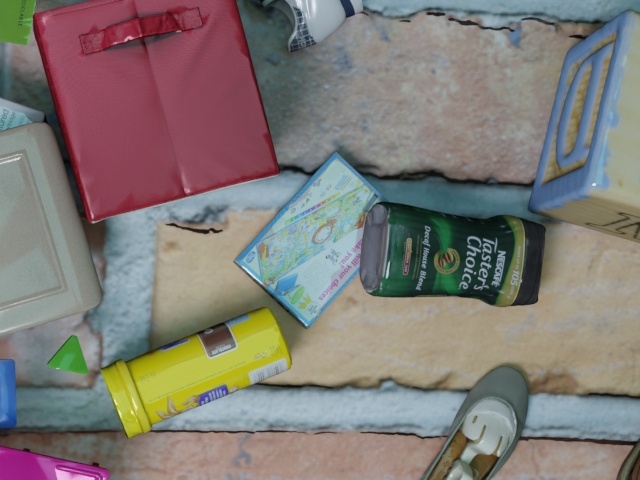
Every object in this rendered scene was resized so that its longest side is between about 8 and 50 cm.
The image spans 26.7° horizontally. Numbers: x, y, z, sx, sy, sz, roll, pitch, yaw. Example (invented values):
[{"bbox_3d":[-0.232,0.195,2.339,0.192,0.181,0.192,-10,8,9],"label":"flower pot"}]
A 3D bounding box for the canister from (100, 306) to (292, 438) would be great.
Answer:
[{"bbox_3d":[-0.121,0.125,1.305,0.170,0.126,0.073,-21,89,-12],"label":"canister"}]

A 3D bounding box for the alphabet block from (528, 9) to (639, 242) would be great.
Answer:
[{"bbox_3d":[0.347,-0.100,1.358,0.197,0.193,0.192,16,85,-7],"label":"alphabet block"}]

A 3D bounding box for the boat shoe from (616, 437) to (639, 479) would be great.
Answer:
[{"bbox_3d":[0.422,0.162,1.391,0.111,0.104,0.307,28,82,-5],"label":"boat shoe"}]

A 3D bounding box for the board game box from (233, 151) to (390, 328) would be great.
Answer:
[{"bbox_3d":[0.000,0.000,1.381,0.103,0.026,0.154,43,81,-3],"label":"board game box"}]

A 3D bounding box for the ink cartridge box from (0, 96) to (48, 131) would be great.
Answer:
[{"bbox_3d":[-0.387,-0.084,1.300,0.208,0.087,0.153,19,83,-7],"label":"ink cartridge box"}]

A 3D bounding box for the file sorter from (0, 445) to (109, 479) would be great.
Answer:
[{"bbox_3d":[-0.359,0.272,1.227,0.291,0.182,0.202,14,82,-8],"label":"file sorter"}]

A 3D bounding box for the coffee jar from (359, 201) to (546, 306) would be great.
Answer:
[{"bbox_3d":[0.137,0.016,1.359,0.184,0.079,0.096,5,92,-19],"label":"coffee jar"}]

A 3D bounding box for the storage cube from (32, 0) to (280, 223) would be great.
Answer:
[{"bbox_3d":[-0.158,-0.132,1.280,0.184,0.215,0.193,-15,94,-10],"label":"storage cube"}]

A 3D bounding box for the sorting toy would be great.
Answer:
[{"bbox_3d":[-0.318,-0.001,1.239,0.196,0.047,0.347,-17,91,-13],"label":"sorting toy"}]

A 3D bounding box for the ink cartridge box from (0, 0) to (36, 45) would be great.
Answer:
[{"bbox_3d":[-0.397,-0.297,1.277,0.255,0.097,0.188,7,84,11],"label":"ink cartridge box"}]

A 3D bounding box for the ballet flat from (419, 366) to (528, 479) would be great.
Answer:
[{"bbox_3d":[0.153,0.223,1.365,0.072,0.068,0.213,35,81,-4],"label":"ballet flat"}]

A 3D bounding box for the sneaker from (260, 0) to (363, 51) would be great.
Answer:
[{"bbox_3d":[-0.055,-0.308,1.373,0.095,0.090,0.235,-34,89,0],"label":"sneaker"}]
